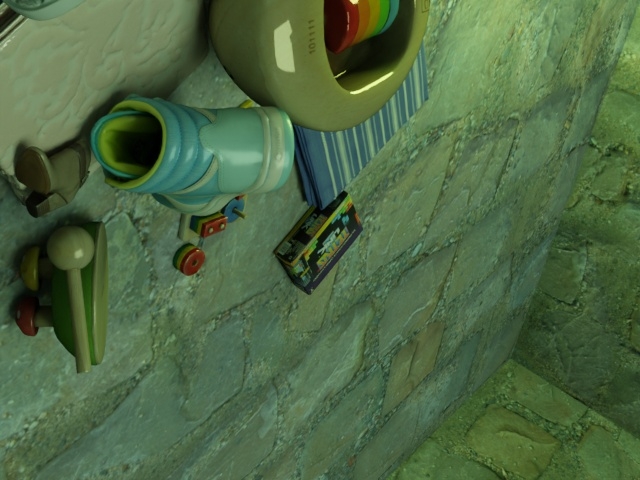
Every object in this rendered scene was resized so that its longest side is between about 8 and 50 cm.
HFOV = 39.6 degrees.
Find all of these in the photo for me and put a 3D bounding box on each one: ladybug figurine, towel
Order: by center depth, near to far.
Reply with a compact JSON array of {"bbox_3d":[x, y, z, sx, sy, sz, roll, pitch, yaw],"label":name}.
[{"bbox_3d":[-0.241,-0.198,0.942,0.317,0.053,0.332,-49,170,-16],"label":"towel"},{"bbox_3d":[0.005,-0.304,1.152,0.449,0.162,0.304,-34,126,-53],"label":"ladybug figurine"},{"bbox_3d":[0.072,-0.232,1.540,0.336,0.040,0.243,-47,149,-22],"label":"towel"}]

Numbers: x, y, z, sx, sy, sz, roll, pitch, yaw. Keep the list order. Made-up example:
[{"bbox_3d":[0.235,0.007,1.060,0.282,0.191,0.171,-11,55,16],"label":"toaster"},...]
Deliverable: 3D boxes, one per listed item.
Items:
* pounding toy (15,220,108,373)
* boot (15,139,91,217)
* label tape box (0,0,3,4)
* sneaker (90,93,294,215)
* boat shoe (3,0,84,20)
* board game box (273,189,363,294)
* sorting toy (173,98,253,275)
[{"bbox_3d":[-0.325,0.066,1.091,0.237,0.110,0.182,177,-86,-81],"label":"pounding toy"},{"bbox_3d":[-0.278,-0.079,0.943,0.087,0.042,0.118,-52,173,-38],"label":"boot"},{"bbox_3d":[-0.277,-0.347,0.756,0.240,0.106,0.333,-54,152,-5],"label":"label tape box"},{"bbox_3d":[-0.192,-0.102,1.064,0.208,0.319,0.127,1,81,-32],"label":"sneaker"},{"bbox_3d":[-0.163,-0.311,0.752,0.302,0.109,0.094,-57,172,-1],"label":"boat shoe"},{"bbox_3d":[0.000,0.000,1.640,0.170,0.048,0.141,-51,151,-13],"label":"board game box"},{"bbox_3d":[-0.141,-0.073,1.333,0.132,0.046,0.274,-24,137,-48],"label":"sorting toy"}]
